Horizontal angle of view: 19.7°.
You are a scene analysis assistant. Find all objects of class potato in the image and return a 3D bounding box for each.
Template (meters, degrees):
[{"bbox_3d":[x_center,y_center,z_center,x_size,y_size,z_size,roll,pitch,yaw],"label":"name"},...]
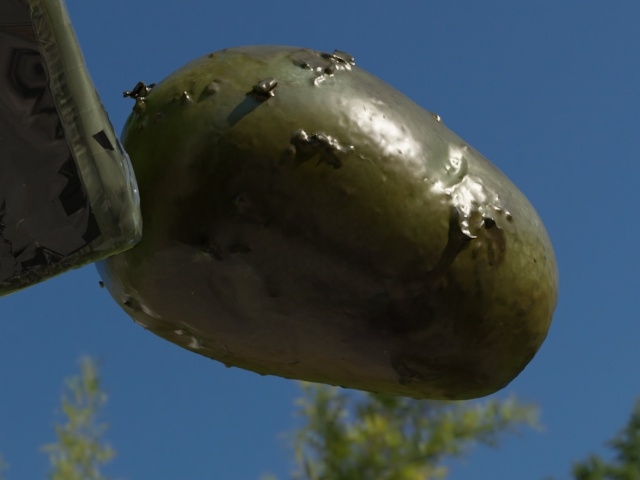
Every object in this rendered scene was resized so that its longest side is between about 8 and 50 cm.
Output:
[{"bbox_3d":[0.009,-0.011,1.404,0.359,0.219,0.269,15,-48,5],"label":"potato"}]

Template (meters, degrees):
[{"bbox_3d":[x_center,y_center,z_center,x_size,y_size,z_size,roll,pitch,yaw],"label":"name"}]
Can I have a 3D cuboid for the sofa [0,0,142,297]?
[{"bbox_3d":[-0.226,-0.072,1.078,0.210,0.176,0.225,-22,-76,-8],"label":"sofa"}]
